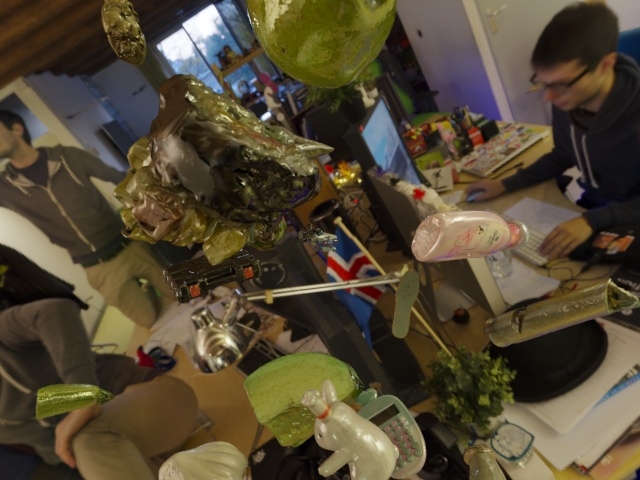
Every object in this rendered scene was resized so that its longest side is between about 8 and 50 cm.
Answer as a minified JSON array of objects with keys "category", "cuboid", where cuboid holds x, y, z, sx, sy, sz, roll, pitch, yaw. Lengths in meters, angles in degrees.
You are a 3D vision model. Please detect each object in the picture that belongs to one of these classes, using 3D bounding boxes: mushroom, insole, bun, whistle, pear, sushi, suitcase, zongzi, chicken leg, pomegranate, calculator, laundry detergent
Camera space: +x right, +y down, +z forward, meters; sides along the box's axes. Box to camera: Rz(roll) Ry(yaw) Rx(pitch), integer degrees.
[{"category":"mushroom","cuboid":[0.275,0.482,0.717,0.118,0.103,0.270,3,27,40]},{"category":"insole","cuboid":[0.229,0.171,1.103,0.004,0.064,0.188,-173,94,-79]},{"category":"bun","cuboid":[-0.337,0.632,1.067,0.263,0.175,0.263,-46,9,10]},{"category":"whistle","cuboid":[0.430,0.143,0.773,0.057,0.068,0.326,-62,2,-28]},{"category":"pear","cuboid":[0.006,-0.519,0.885,0.238,0.342,0.318,-45,16,-23]},{"category":"sushi","cuboid":[-0.198,-0.114,0.789,0.285,0.328,0.328,-56,43,18]},{"category":"suitcase","cuboid":[-0.359,0.104,1.362,0.285,0.066,0.206,-18,25,-28]},{"category":"zongzi","cuboid":[-0.073,-0.198,1.093,0.094,0.204,0.205,123,160,-59]},{"category":"chicken leg","cuboid":[-0.458,-0.524,0.937,0.088,0.228,0.103,-7,13,0]},{"category":"pomegranate","cuboid":[-0.151,-0.027,1.066,0.130,0.130,0.130,-26,26,14]},{"category":"calculator","cuboid":[0.210,0.602,1.302,0.185,0.041,0.299,-29,43,-11]},{"category":"laundry detergent","cuboid":[0.397,-0.009,1.046,0.159,0.335,0.088,-63,38,42]}]

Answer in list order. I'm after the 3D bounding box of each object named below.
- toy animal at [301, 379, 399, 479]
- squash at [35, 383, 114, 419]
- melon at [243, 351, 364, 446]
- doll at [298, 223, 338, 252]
[{"category":"toy animal","cuboid":[0.044,0.449,0.947,0.138,0.282,0.140,-49,5,10]},{"category":"squash","cuboid":[-0.711,0.458,1.191,0.075,0.200,0.090,-19,70,46]},{"category":"melon","cuboid":[-0.031,0.506,1.316,0.343,0.331,0.226,-30,9,1]},{"category":"doll","cuboid":[0.000,0.000,1.443,0.096,0.195,0.070,-33,53,20]}]
